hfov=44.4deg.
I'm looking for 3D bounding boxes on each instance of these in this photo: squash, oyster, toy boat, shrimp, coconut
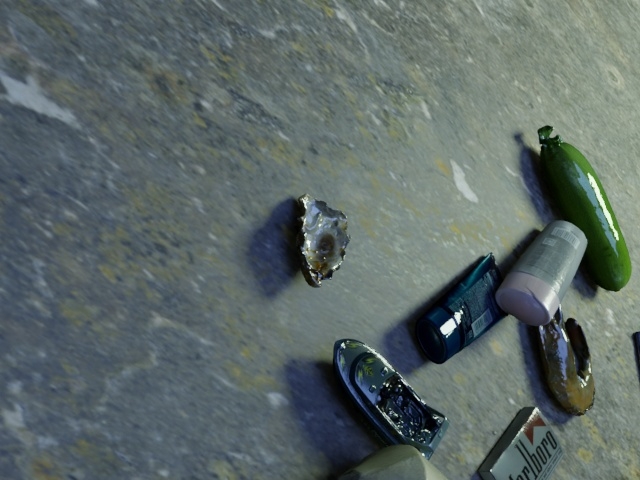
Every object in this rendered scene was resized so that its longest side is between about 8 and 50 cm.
[{"bbox_3d":[0.543,-0.066,1.613,0.101,0.101,0.378,-30,94,-40],"label":"squash"},{"bbox_3d":[-0.006,0.005,1.190,0.103,0.051,0.148,33,44,-23],"label":"oyster"},{"bbox_3d":[0.099,0.240,1.176,0.246,0.103,0.093,50,54,-12],"label":"toy boat"},{"bbox_3d":[0.480,0.211,1.514,0.173,0.058,0.253,0,77,-45],"label":"shrimp"},{"bbox_3d":[0.096,0.391,1.058,0.241,0.241,0.241,12,70,-35],"label":"coconut"}]

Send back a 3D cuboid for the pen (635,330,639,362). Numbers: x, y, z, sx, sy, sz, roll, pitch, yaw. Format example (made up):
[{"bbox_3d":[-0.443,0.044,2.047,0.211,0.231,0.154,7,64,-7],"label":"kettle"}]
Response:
[{"bbox_3d":[0.702,0.296,1.679,0.025,0.025,0.204,4,74,-37],"label":"pen"}]

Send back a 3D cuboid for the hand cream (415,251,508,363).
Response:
[{"bbox_3d":[0.262,0.119,1.369,0.271,0.061,0.120,-28,97,-45],"label":"hand cream"}]

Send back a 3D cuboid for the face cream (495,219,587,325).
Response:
[{"bbox_3d":[0.420,0.055,1.470,0.107,0.073,0.269,27,41,18],"label":"face cream"}]

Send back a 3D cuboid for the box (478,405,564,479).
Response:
[{"bbox_3d":[0.354,0.390,1.372,0.177,0.036,0.115,-39,101,-38],"label":"box"}]
